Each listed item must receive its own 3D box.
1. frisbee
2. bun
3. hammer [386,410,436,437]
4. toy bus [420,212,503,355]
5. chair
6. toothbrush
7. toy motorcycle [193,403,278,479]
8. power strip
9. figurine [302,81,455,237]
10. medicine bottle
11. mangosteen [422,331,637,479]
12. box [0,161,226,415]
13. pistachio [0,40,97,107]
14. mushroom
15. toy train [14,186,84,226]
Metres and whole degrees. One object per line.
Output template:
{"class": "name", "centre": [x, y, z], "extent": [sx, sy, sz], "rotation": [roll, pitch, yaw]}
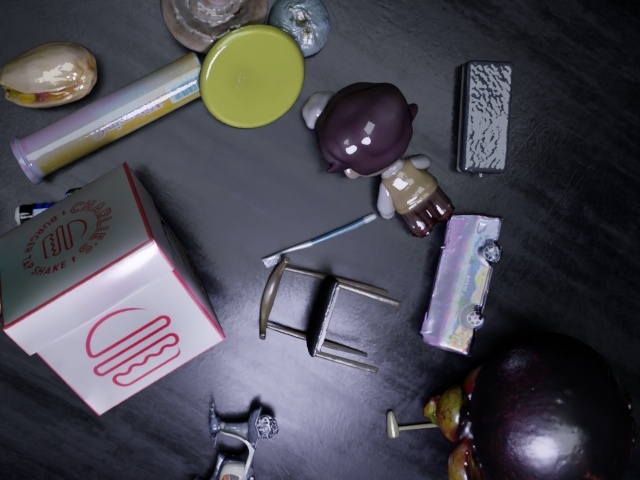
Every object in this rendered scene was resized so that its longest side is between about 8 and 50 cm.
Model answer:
{"class": "frisbee", "centre": [-0.141, -0.341, 1.703], "extent": [0.235, 0.017, 0.236], "rotation": [-12, 130, -15]}
{"class": "bun", "centre": [-0.044, -0.465, 1.735], "extent": [0.140, 0.083, 0.141], "rotation": [-1, 94, -8]}
{"class": "hammer", "centre": [0.248, 0.416, 1.865], "extent": [0.195, 0.028, 0.060], "rotation": [-3, 88, -8]}
{"class": "toy bus", "centre": [0.317, 0.089, 1.805], "extent": [0.137, 0.112, 0.317], "rotation": [12, 92, 4]}
{"class": "chair", "centre": [0.010, 0.160, 1.746], "extent": [0.272, 0.166, 0.188], "rotation": [17, 93, -7]}
{"class": "toothbrush", "centre": [0.000, 0.000, 1.807], "extent": [0.275, 0.019, 0.025], "rotation": [-22, 102, -3]}
{"class": "toy motorcycle", "centre": [-0.195, 0.483, 1.791], "extent": [0.157, 0.091, 0.263], "rotation": [18, 95, -2]}
{"class": "power strip", "centre": [0.363, -0.268, 1.798], "extent": [0.105, 0.070, 0.257], "rotation": [3, 92, -3]}
{"class": "figurine", "centre": [0.145, -0.187, 1.754], "extent": [0.218, 0.206, 0.365], "rotation": [-32, 123, 19]}
{"class": "medicine bottle", "centre": [-0.432, -0.261, 1.706], "extent": [0.426, 0.108, 0.108], "rotation": [-27, 96, -4]}
{"class": "mangosteen", "centre": [0.436, 0.386, 1.713], "extent": [0.434, 0.382, 0.382], "rotation": [-6, 95, 7]}
{"class": "box", "centre": [-0.411, 0.094, 1.585], "extent": [0.312, 0.314, 0.300], "rotation": [-31, 129, -3]}
{"class": "pistachio", "centre": [-0.562, -0.345, 1.684], "extent": [0.200, 0.117, 0.145], "rotation": [-14, 58, 3]}
{"class": "mushroom", "centre": [-0.219, -0.497, 1.668], "extent": [0.226, 0.178, 0.227], "rotation": [-1, 95, -14]}
{"class": "toy train", "centre": [-0.548, -0.043, 1.720], "extent": [0.203, 0.083, 0.131], "rotation": [-6, 95, -7]}
